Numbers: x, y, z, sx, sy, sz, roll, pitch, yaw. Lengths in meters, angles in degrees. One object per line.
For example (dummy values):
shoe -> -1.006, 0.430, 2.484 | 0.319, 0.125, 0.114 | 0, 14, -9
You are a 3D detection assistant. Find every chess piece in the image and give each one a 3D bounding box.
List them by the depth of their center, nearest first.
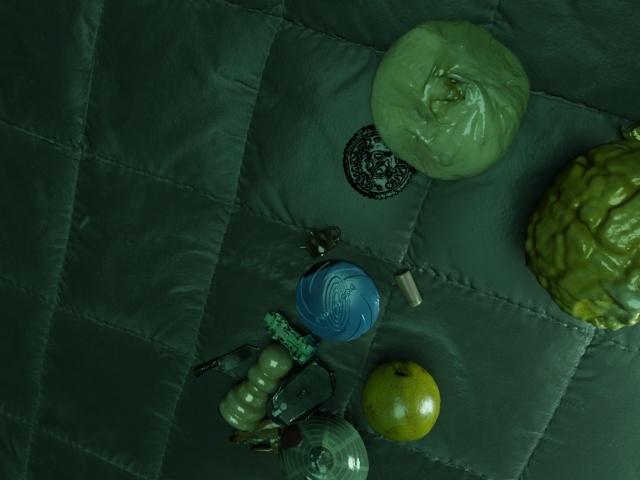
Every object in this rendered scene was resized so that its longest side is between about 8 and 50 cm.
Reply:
chess piece -> -0.171, 0.412, 1.376 | 0.143, 0.143, 0.261 | 36, 102, 2

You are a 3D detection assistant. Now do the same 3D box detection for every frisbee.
frisbee -> 0.043, 0.174, 1.323 | 0.242, 0.045, 0.242 | 2, 102, 10

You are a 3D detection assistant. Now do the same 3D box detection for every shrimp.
shrimp -> -0.181, 0.614, 1.473 | 0.236, 0.053, 0.133 | -20, 118, 12

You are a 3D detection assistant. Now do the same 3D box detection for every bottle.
bottle -> 0.235, 0.128, 1.270 | 0.045, 0.045, 0.096 | -25, 98, 16

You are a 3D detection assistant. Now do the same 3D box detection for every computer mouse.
computer mouse -> -0.055, 0.428, 1.343 | 0.126, 0.231, 0.071 | 58, 149, 2

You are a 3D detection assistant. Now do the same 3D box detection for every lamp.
lamp -> 0.004, 0.596, 1.322 | 0.233, 0.233, 0.265 | -48, 69, 17

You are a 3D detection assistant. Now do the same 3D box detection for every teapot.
teapot -> 0.000, 0.000, 1.279 | 0.121, 0.076, 0.068 | -34, 84, -10

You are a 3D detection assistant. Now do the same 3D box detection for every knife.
knife -> -0.283, 0.370, 1.449 | 0.230, 0.028, 0.060 | -27, 108, 13

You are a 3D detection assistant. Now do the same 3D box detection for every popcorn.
popcorn -> 0.611, -0.010, 1.005 | 0.354, 0.344, 0.390 | -14, 87, 31

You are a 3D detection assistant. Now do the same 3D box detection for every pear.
pear -> 0.210, 0.415, 1.261 | 0.209, 0.209, 0.208 | 3, 103, 11

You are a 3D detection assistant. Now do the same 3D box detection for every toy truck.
toy truck -> -0.083, 0.270, 1.364 | 0.175, 0.081, 0.067 | 38, 107, 21

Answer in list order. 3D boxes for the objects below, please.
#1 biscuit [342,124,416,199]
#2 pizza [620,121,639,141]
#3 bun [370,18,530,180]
biscuit -> 0.147, -0.199, 1.210 | 0.195, 0.053, 0.194 | 3, 102, 12
pizza -> 0.832, -0.242, 1.053 | 0.292, 0.058, 0.197 | 19, 105, 7
bun -> 0.292, -0.314, 1.056 | 0.361, 0.213, 0.361 | 0, 94, 3
